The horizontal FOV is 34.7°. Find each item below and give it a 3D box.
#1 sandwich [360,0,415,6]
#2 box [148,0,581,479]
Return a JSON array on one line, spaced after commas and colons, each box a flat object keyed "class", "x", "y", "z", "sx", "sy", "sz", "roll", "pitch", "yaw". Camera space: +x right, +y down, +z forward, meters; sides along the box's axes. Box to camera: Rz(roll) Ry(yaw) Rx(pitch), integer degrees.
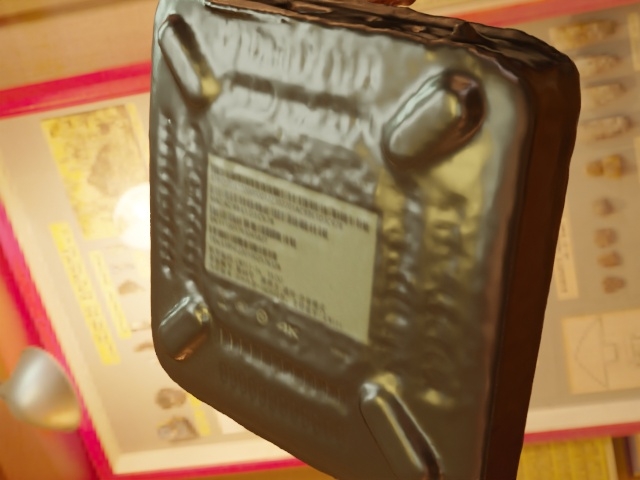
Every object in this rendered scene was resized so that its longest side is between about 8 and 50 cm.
[{"class": "sandwich", "x": -0.003, "y": -0.278, "z": 0.860, "sx": 0.212, "sy": 0.292, "sz": 0.109, "roll": 50, "pitch": 152, "yaw": 9}, {"class": "box", "x": 0.000, "y": 0.000, "z": 0.610, "sx": 0.073, "sy": 0.290, "sz": 0.288, "roll": -17, "pitch": -61, "yaw": -45}]
